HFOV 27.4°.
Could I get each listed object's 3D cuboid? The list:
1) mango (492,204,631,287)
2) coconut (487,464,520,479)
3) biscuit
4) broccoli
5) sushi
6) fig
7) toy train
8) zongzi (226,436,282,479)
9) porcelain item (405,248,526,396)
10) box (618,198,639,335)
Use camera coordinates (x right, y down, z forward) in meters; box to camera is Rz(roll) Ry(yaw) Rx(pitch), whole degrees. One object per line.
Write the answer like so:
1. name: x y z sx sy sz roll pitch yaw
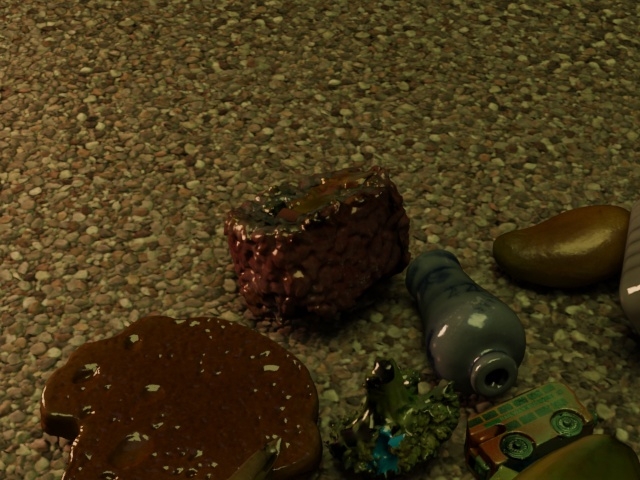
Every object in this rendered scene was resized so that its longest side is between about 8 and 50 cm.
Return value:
1. mango: 0.375 0.011 1.985 0.227 0.099 0.136 -9 43 -2
2. coconut: 0.234 0.326 1.630 0.088 0.088 0.096 -10 75 -14
3. biscuit: -0.190 0.242 1.714 0.359 0.074 0.381 29 50 26
4. broccoli: 0.090 0.223 1.687 0.167 0.160 0.154 -3 39 21
5. sushi: 0.000 0.000 1.913 0.270 0.171 0.236 -26 22 -27
6. fig: 0.291 0.350 1.472 0.239 0.239 0.271 19 82 18
7. toy train: 0.274 0.258 1.725 0.188 0.072 0.099 -21 41 -23
8. zongzi: -0.060 0.391 1.507 0.260 0.123 0.289 37 53 23
9. porcelain item: 0.199 0.115 1.834 0.141 0.141 0.259 -8 35 -12
10. box: 0.516 0.052 1.886 0.106 0.264 0.337 -20 30 34
